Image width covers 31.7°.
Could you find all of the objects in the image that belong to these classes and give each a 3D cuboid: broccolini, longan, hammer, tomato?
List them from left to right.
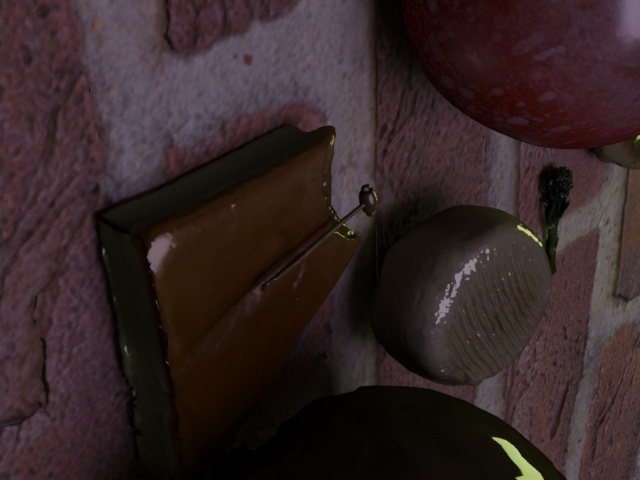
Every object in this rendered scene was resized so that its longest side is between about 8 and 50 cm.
[{"bbox_3d":[0.000,0.000,0.835,0.123,0.014,0.029,-40,130,-29],"label":"hammer"},{"bbox_3d":[0.038,0.303,0.876,0.391,0.391,0.391,-27,132,-35],"label":"longan"},{"bbox_3d":[0.246,-0.016,1.167,0.030,0.035,0.140,-31,135,-26],"label":"broccolini"},{"bbox_3d":[0.201,-0.195,0.846,0.270,0.227,0.270,-25,131,-32],"label":"tomato"}]

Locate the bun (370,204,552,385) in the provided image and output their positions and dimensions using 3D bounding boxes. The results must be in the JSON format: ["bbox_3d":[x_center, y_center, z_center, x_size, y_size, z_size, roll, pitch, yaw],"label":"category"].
[{"bbox_3d":[0.115,0.045,1.000,0.166,0.113,0.173,-20,129,-30],"label":"bun"}]

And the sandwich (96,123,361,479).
[{"bbox_3d":[-0.052,0.048,0.857,0.212,0.063,0.245,-31,135,-34],"label":"sandwich"}]

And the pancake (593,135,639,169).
[{"bbox_3d":[0.379,-0.232,1.149,0.356,0.065,0.356,-31,137,-33],"label":"pancake"}]
